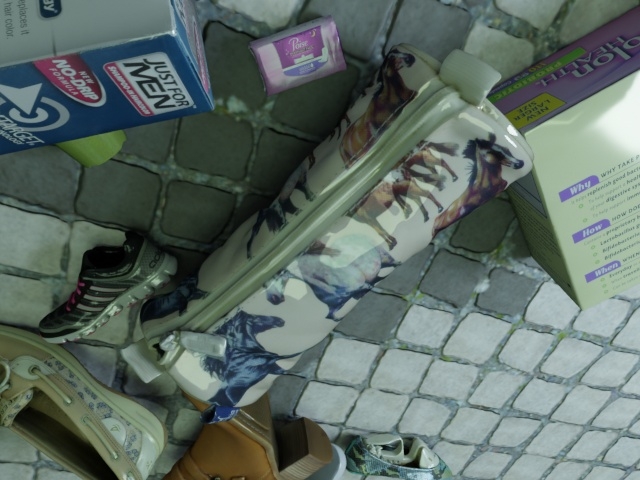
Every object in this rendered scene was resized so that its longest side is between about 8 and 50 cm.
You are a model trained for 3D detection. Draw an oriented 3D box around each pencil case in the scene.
[{"bbox_3d":[0.000,0.000,0.483,0.410,0.183,0.160,-43,86,17],"label":"pencil case"}]

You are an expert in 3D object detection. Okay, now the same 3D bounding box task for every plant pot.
[{"bbox_3d":[-0.224,-0.111,0.453,0.083,0.083,0.079,-25,133,6],"label":"plant pot"}]

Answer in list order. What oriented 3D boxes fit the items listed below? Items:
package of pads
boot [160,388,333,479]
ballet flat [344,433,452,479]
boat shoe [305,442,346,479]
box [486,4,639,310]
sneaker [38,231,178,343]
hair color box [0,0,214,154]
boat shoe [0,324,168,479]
[{"bbox_3d":[-0.021,-0.174,0.467,0.083,0.032,0.050,-18,122,2],"label":"package of pads"},{"bbox_3d":[-0.146,0.279,0.682,0.220,0.109,0.283,-34,126,16],"label":"boot"},{"bbox_3d":[0.130,0.336,0.769,0.188,0.070,0.070,12,117,-19],"label":"ballet flat"},{"bbox_3d":[-0.033,0.395,0.773,0.228,0.080,0.076,-47,133,14],"label":"boat shoe"},{"bbox_3d":[0.314,-0.085,0.520,0.214,0.117,0.243,-29,121,9],"label":"box"},{"bbox_3d":[-0.246,0.047,0.545,0.170,0.063,0.074,-31,120,4],"label":"sneaker"},{"bbox_3d":[-0.267,-0.153,0.352,0.347,0.105,0.173,-12,77,-1],"label":"hair color box"},{"bbox_3d":[-0.318,0.198,0.582,0.285,0.089,0.104,32,115,-8],"label":"boat shoe"}]
